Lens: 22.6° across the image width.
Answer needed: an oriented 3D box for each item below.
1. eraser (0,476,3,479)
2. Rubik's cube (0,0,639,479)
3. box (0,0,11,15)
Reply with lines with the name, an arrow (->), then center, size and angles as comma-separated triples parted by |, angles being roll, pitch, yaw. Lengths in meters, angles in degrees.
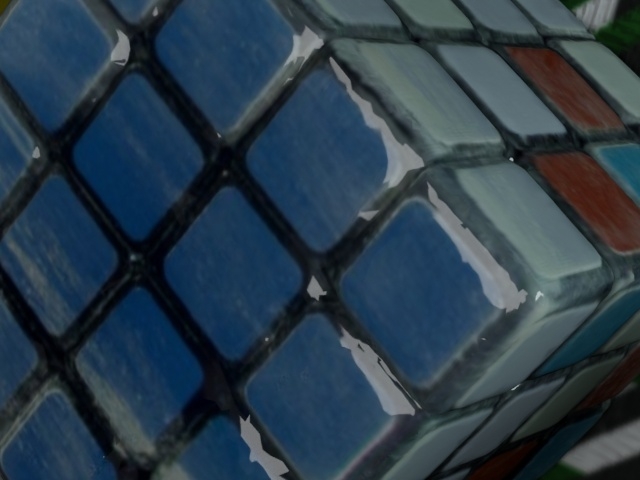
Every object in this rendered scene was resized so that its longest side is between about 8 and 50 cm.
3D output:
eraser -> -0.117, 0.181, 0.885 | 0.298, 0.078, 0.076 | 18, 111, 24
Rubik's cube -> -0.001, 0.001, 0.714 | 0.259, 0.253, 0.256 | 50, 119, 18
box -> -0.207, -0.143, 0.890 | 0.153, 0.041, 0.279 | 1, 80, 3
